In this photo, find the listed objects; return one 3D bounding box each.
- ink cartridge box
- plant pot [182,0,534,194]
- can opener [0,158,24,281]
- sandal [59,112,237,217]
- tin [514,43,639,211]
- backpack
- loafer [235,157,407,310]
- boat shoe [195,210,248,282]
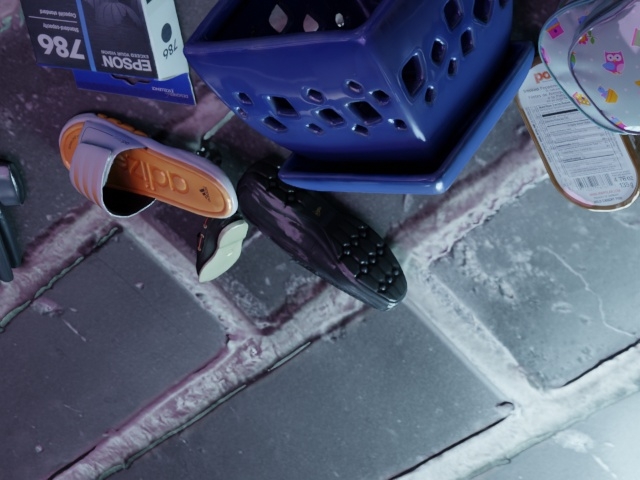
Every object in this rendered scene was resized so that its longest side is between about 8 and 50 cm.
[{"bbox_3d":[-0.243,-0.275,2.072,0.165,0.065,0.333,8,131,26],"label":"ink cartridge box"},{"bbox_3d":[0.053,-0.176,1.838,0.236,0.236,0.212,2,134,42],"label":"plant pot"},{"bbox_3d":[-0.398,-0.022,2.389,0.073,0.059,0.186,15,133,20],"label":"can opener"},{"bbox_3d":[-0.213,-0.071,2.193,0.265,0.076,0.102,17,134,35],"label":"sandal"},{"bbox_3d":[0.258,-0.110,1.914,0.106,0.040,0.190,-11,120,33],"label":"tin"},{"bbox_3d":[0.293,-0.179,1.757,0.166,0.144,0.188,46,139,-18],"label":"backpack"},{"bbox_3d":[0.000,0.000,2.149,0.223,0.076,0.078,40,142,3],"label":"loafer"},{"bbox_3d":[-0.118,0.002,2.247,0.042,0.049,0.133,56,149,21],"label":"boat shoe"}]
